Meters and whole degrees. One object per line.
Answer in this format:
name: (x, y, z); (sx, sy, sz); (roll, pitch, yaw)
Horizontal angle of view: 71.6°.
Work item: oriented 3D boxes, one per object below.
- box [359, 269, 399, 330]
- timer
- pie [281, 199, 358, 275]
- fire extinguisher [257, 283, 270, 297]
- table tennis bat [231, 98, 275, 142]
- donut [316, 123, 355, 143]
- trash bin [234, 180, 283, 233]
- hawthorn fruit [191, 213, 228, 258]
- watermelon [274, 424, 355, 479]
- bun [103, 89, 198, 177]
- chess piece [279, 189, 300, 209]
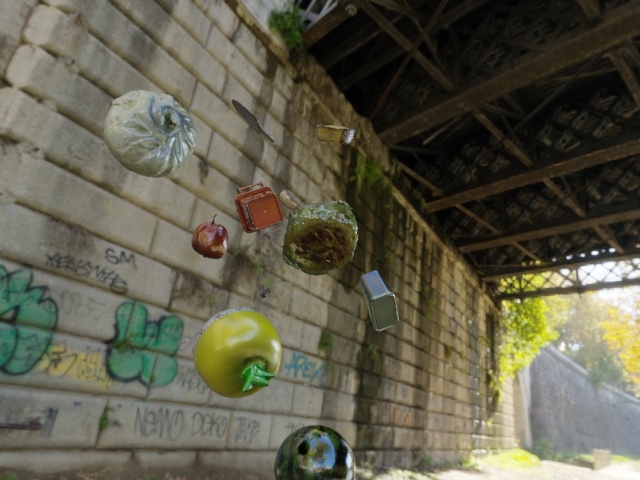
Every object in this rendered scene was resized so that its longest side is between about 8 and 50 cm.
box: (0.282, 0.292, 2.157); (0.138, 0.178, 0.274); (-19, -45, -5)
timer: (-0.226, 0.354, 1.310); (0.284, 0.285, 0.285); (6, -21, 2)
pie: (0.000, 0.000, 1.742); (0.288, 0.103, 0.355); (10, -60, -9)
fire extinguisher: (-0.234, 0.214, 1.856); (0.048, 0.035, 0.173); (21, 1, -15)
table tennis bat: (-0.319, -0.566, 2.107); (0.274, 0.021, 0.154); (43, -9, -7)
donut: (0.061, -0.444, 1.854); (0.166, 0.074, 0.184); (3, 14, -22)
trash bin: (-0.230, -0.128, 1.682); (0.161, 0.185, 0.238); (-20, 9, -14)
hawthorn fruit: (-0.469, -0.019, 1.916); (0.156, 0.194, 0.157); (11, -1, 0)
watermelon: (-0.016, 0.732, 1.441); (0.268, 0.269, 0.269); (6, -21, 2)
bun: (-0.621, -0.411, 1.681); (0.210, 0.360, 0.359); (-11, -27, 32)
chess piece: (-0.115, -0.151, 1.647); (0.083, 0.084, 0.038); (27, -67, -42)
